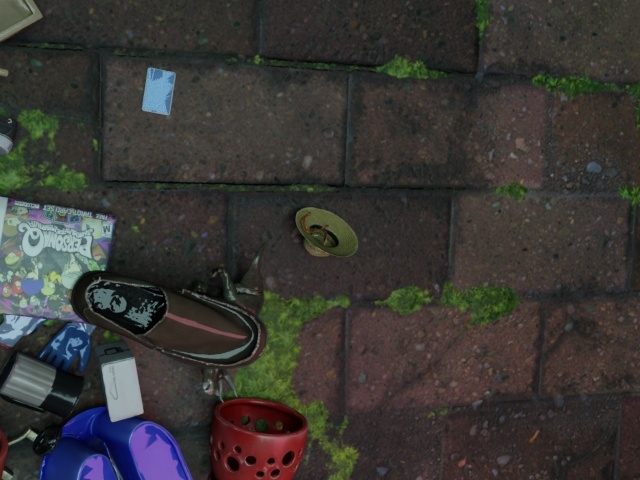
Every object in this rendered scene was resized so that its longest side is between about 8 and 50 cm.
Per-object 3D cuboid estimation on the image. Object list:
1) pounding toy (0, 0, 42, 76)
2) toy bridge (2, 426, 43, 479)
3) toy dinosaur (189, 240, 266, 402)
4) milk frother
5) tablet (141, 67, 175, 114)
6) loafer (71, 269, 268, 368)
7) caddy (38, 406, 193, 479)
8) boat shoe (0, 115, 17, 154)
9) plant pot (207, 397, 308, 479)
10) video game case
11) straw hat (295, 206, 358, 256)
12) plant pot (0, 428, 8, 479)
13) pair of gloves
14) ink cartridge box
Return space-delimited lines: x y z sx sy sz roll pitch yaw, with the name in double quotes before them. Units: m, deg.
"pounding toy" -0.592 -0.361 1.414 0.206 0.094 0.181 -38 112 -21
"toy bridge" -0.604 0.426 1.541 0.063 0.026 0.188 42 81 -17
"toy dinosaur" -0.186 0.143 1.634 0.160 0.121 0.314 35 79 -32
"milk frother" -0.518 0.294 1.483 0.134 0.143 0.129 29 116 -25
"tablet" -0.310 -0.285 1.580 0.054 0.006 0.083 8 92 -21
"loafer" -0.271 0.150 1.481 0.365 0.130 0.134 14 83 -10
"caddy" -0.379 0.482 1.554 0.241 0.179 0.341 -29 106 -38
"boat shoe" -0.640 -0.225 1.431 0.228 0.080 0.076 21 71 -18
"plant pot" -0.132 0.424 1.630 0.191 0.191 0.174 10 98 -21
"video game case" -0.504 0.038 1.511 0.232 0.042 0.210 10 84 -22
"straw hat" 0.000 0.000 1.694 0.144 0.144 0.061 20 127 -21
"plant pot" -0.684 0.455 1.406 0.274 0.275 0.243 3 105 -21
"pair of gloves" -0.508 0.167 1.550 0.198 0.023 0.159 40 84 -19
"ink cartridge box" -0.376 0.258 1.539 0.063 0.150 0.109 -11 100 -19
